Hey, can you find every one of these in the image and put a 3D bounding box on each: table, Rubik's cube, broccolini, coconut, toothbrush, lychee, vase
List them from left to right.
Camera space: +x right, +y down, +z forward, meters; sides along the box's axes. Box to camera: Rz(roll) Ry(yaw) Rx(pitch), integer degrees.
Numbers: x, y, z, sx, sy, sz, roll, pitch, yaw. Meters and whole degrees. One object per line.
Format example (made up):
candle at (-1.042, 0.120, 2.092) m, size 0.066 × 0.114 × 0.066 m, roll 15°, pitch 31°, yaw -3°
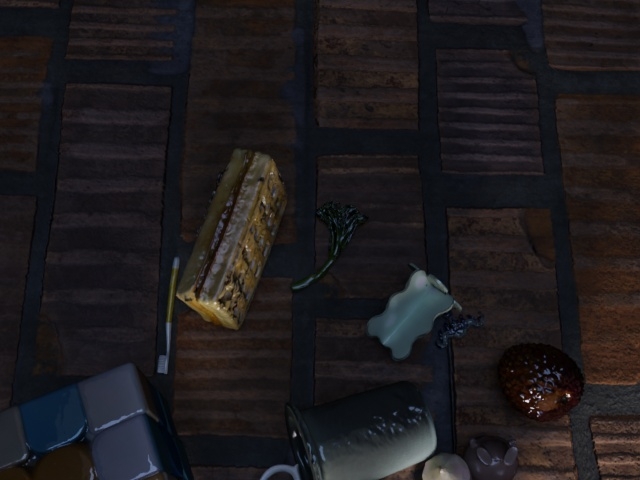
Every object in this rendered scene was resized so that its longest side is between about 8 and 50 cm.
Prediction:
Rubik's cube at (-0.452, 0.494, 1.394) m, size 0.346 × 0.347 × 0.345 m, roll -20°, pitch 67°, yaw -8°
toothbrush at (-0.367, 0.177, 1.685) m, size 0.024 × 0.021 × 0.289 m, roll 6°, pitch 72°, yaw -11°
broccolini at (-0.004, 0.007, 1.743) m, size 0.123 × 0.062 × 0.271 m, roll 34°, pitch 77°, yaw 18°
vase at (0.090, 0.426, 1.524) m, size 0.291 × 0.245 × 0.245 m, roll -17°, pitch 74°, yaw -13°
table at (0.207, 0.179, 1.648) m, size 0.166 × 0.166 × 0.198 m, roll 42°, pitch 83°, yaw 10°
coconut at (0.272, 0.515, 1.500) m, size 0.110 × 0.124 × 0.110 m, roll -15°, pitch 50°, yaw 18°
lychee at (0.499, 0.321, 1.609) m, size 0.188 × 0.188 × 0.188 m, roll 1°, pitch 73°, yaw -2°

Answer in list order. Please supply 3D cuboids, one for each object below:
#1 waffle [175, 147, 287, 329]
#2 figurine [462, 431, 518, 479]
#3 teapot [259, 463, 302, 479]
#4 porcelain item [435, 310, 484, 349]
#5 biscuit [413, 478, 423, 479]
waffle at (-0.196, 0.005, 1.626) m, size 0.113 × 0.261 × 0.377 m, roll 16°, pitch 73°, yaw 10°
figurine at (0.381, 0.490, 1.564) m, size 0.125 × 0.138 × 0.125 m, roll 0°, pitch 68°, yaw 0°
teapot at (-0.070, 0.624, 1.460) m, size 0.165 × 0.208 × 0.300 m, roll -19°, pitch 64°, yaw 16°
porcelain item at (0.329, 0.204, 1.709) m, size 0.136 × 0.021 × 0.075 m, roll -28°, pitch 72°, yaw -11°
biscuit at (0.310, 0.619, 1.497) m, size 0.283 × 0.043 × 0.306 m, roll -14°, pitch 32°, yaw -36°
